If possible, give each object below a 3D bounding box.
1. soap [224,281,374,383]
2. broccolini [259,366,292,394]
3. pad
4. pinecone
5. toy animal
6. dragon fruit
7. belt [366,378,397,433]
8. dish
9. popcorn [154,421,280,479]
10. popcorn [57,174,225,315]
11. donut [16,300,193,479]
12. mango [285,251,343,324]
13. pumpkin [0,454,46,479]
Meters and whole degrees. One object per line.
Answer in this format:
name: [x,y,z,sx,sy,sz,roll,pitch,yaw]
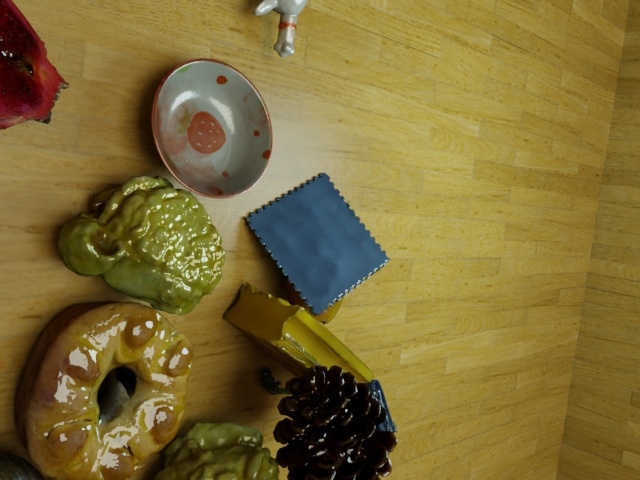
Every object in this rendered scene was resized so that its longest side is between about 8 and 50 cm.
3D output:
soap: [-0.044,0.232,1.415,0.324,0.204,0.096,47,68,-40]
broccolini: [-0.083,0.345,1.525,0.052,0.054,0.194,-46,142,10]
pad: [0.000,0.000,1.440,0.269,0.012,0.269,-31,83,-36]
pinecone: [0.021,0.374,1.270,0.246,0.246,0.292,-43,136,-31]
toy animal: [-0.064,-0.527,1.300,0.141,0.138,0.282,19,108,-38]
dragon fruit: [-0.470,-0.233,0.931,0.212,0.134,0.261,28,41,-59]
belt: [0.112,0.462,1.687,0.122,0.129,0.218,-64,142,-58]
dish: [-0.217,-0.203,1.218,0.260,0.085,0.260,3,86,-41]
popcorn: [-0.194,0.504,1.295,0.293,0.237,0.292,-9,104,-39]
popcorn: [-0.296,-0.005,1.140,0.286,0.174,0.225,31,60,-34]
donut: [-0.373,0.257,1.121,0.317,0.150,0.299,-44,127,-29]
mango: [-0.003,0.074,1.481,0.139,0.113,0.253,18,60,-3]
pumpkin: [-0.528,0.446,1.011,0.219,0.163,0.218,-54,154,-41]
